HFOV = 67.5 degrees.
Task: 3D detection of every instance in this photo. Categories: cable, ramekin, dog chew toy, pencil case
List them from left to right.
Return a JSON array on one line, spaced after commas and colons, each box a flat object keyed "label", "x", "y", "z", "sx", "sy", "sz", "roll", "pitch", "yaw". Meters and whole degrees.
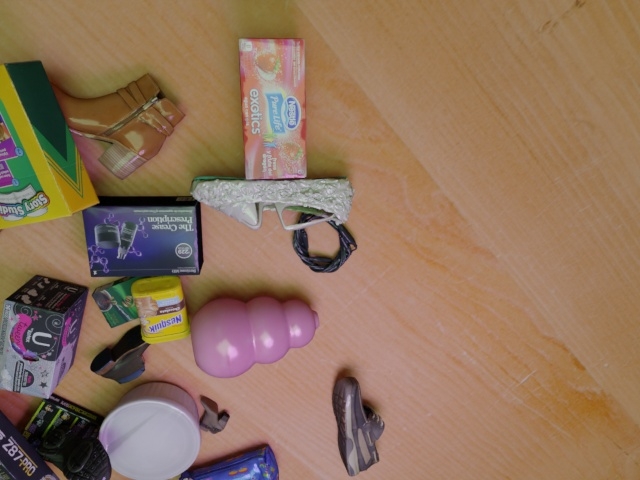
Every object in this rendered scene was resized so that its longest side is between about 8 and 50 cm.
[{"label": "ramekin", "x": -0.468, "y": 0.526, "z": 1.349, "sx": 0.272, "sy": 0.127, "sz": 0.273, "roll": -2, "pitch": 109, "yaw": -7}, {"label": "pencil case", "x": -0.280, "y": 0.717, "z": 1.439, "sx": 0.306, "sy": 0.119, "sz": 0.133, "roll": -14, "pitch": 132, "yaw": -3}, {"label": "dog chew toy", "x": -0.167, "y": 0.238, "z": 1.262, "sx": 0.331, "sy": 0.206, "sz": 0.207, "roll": -10, "pitch": 110, "yaw": -13}, {"label": "cable", "x": 0.000, "y": 0.000, "z": 1.282, "sx": 0.150, "sy": 0.047, "sz": 0.184, "roll": -37, "pitch": 111, "yaw": 11}]

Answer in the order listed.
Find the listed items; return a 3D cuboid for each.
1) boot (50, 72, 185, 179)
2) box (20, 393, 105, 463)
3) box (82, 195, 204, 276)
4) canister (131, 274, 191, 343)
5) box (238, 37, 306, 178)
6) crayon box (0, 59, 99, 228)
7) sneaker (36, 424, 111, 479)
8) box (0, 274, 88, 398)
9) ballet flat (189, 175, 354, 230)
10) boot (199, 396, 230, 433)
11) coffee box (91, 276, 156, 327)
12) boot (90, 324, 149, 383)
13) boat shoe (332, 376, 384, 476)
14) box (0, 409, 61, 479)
[{"label": "boot", "x": -0.473, "y": -0.307, "z": 1.086, "sx": 0.220, "sy": 0.109, "sz": 0.283, "roll": -45, "pitch": 97, "yaw": 0}, {"label": "box", "x": -0.742, "y": 0.549, "z": 1.366, "sx": 0.184, "sy": 0.045, "sz": 0.191, "roll": 33, "pitch": 102, "yaw": -14}, {"label": "box", "x": -0.432, "y": -0.011, "z": 1.190, "sx": 0.261, "sy": 0.103, "sz": 0.184, "roll": -1, "pitch": 111, "yaw": -7}, {"label": "canister", "x": -0.403, "y": 0.174, "z": 1.218, "sx": 0.126, "sy": 0.073, "sz": 0.170, "roll": -8, "pitch": 128, "yaw": -12}, {"label": "box", "x": -0.109, "y": -0.302, "z": 1.107, "sx": 0.142, "sy": 0.154, "sz": 0.300, "roll": -3, "pitch": 107, "yaw": -7}, {"label": "crayon box", "x": -0.713, "y": -0.184, "z": 1.039, "sx": 0.362, "sy": 0.106, "sz": 0.313, "roll": -8, "pitch": 112, "yaw": 16}, {"label": "sneaker", "x": -0.625, "y": 0.584, "z": 1.263, "sx": 0.109, "sy": 0.286, "sz": 0.130, "roll": -45, "pitch": 127, "yaw": -35}, {"label": "box", "x": -0.699, "y": 0.241, "z": 1.204, "sx": 0.142, "sy": 0.163, "sz": 0.247, "roll": 15, "pitch": 106, "yaw": -10}, {"label": "ballet flat", "x": -0.113, "y": -0.090, "z": 1.168, "sx": 0.408, "sy": 0.147, "sz": 0.147, "roll": -1, "pitch": 108, "yaw": -7}, {"label": "boot", "x": -0.329, "y": 0.523, "z": 1.413, "sx": 0.118, "sy": 0.042, "sz": 0.087, "roll": 42, "pitch": 106, "yaw": -12}, {"label": "coffee box", "x": -0.491, "y": 0.147, "z": 1.264, "sx": 0.184, "sy": 0.040, "sz": 0.113, "roll": -21, "pitch": 110, "yaw": -1}, {"label": "boot", "x": -0.504, "y": 0.308, "z": 1.314, "sx": 0.219, "sy": 0.082, "sz": 0.106, "roll": -32, "pitch": 133, "yaw": -3}, {"label": "boat shoe", "x": 0.117, "y": 0.548, "z": 1.445, "sx": 0.130, "sy": 0.132, "sz": 0.355, "roll": -12, "pitch": 118, "yaw": -13}, {"label": "box", "x": -0.940, "y": 0.616, "z": 1.281, "sx": 0.395, "sy": 0.097, "sz": 0.318, "roll": -19, "pitch": 109, "yaw": 18}]
